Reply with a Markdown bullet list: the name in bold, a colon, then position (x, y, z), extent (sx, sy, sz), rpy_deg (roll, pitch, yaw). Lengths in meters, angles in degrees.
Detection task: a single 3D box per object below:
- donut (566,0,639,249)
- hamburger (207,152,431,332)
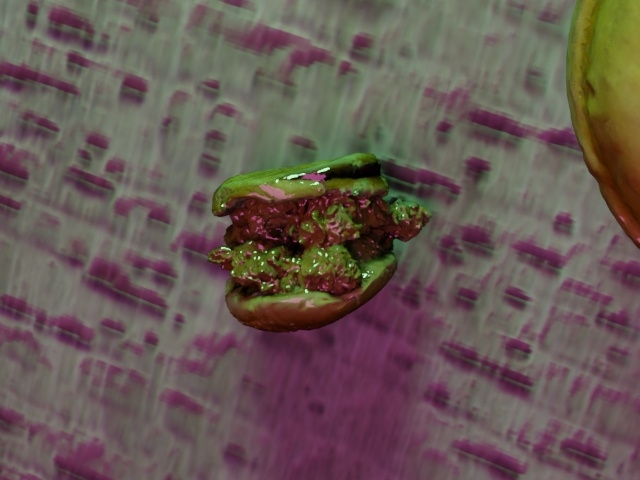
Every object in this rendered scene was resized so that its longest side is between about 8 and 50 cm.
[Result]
- **donut**: position (0.386, -0.106, 0.942), extent (0.448, 0.198, 0.449), rpy_deg (6, 106, 20)
- **hamburger**: position (0.000, 0.000, 1.154), extent (0.184, 0.159, 0.131), rpy_deg (-13, 95, -3)
